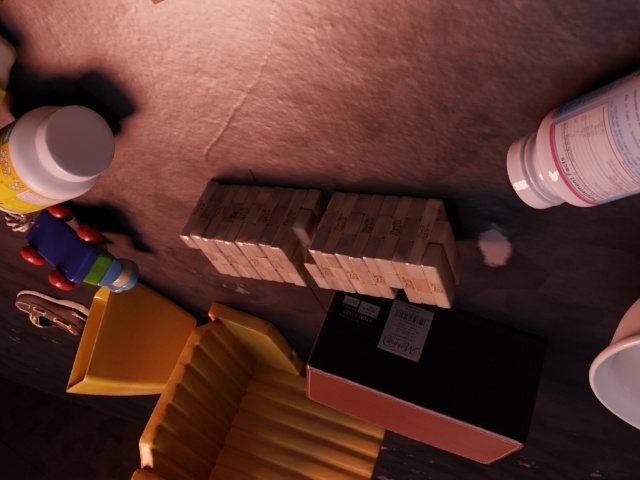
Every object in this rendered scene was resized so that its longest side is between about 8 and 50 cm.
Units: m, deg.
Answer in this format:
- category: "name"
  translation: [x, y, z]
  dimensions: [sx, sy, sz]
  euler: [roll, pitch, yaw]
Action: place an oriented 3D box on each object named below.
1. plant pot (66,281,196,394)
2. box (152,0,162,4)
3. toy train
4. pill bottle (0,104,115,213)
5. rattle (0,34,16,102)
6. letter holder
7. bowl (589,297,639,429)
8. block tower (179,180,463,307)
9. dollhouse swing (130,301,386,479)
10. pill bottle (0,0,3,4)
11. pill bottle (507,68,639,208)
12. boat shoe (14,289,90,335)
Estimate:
- category: "plant pot"
  translation: [-0.368, 0.210, 1.383]
  dimensions: [0.187, 0.212, 0.212]
  euler: [20, 155, -22]
- category: "box"
  translation: [-0.091, -0.260, 0.500]
  dimensions: [0.225, 0.036, 0.136]
  euler: [-4, 143, 39]
- category: "toy train"
  translation: [-0.425, 0.002, 1.176]
  dimensions: [0.248, 0.105, 0.143]
  euler: [31, 179, 33]
- category: "pill bottle"
  translation: [-0.350, -0.104, 0.882]
  dimensions: [0.208, 0.117, 0.117]
  euler: [-8, 140, 46]
- category: "rattle"
  translation: [-0.450, -0.218, 0.751]
  dimensions: [0.200, 0.130, 0.143]
  euler: [14, -154, -47]
- category: "letter holder"
  translation: [0.144, 0.200, 1.029]
  dimensions: [0.302, 0.152, 0.214]
  euler: [19, 155, 8]
- category: "bowl"
  translation: [0.423, 0.106, 0.665]
  dimensions: [0.298, 0.134, 0.298]
  euler: [17, 152, 9]
- category: "block tower"
  translation: [0.000, 0.000, 0.838]
  dimensions: [0.336, 0.091, 0.097]
  euler: [8, 149, 27]
- category: "dollhouse swing"
  translation: [-0.083, 0.350, 1.245]
  dimensions: [0.305, 0.346, 0.315]
  euler: [9, 150, 26]
- category: "pill bottle"
  translation: [-0.303, -0.213, 0.509]
  dimensions: [0.136, 0.245, 0.136]
  euler: [18, 153, 10]
- category: "pill bottle"
  translation: [0.227, -0.076, 0.535]
  dimensions: [0.087, 0.087, 0.160]
  euler: [35, 151, -22]
- category: "boat shoe"
  translation: [-0.652, 0.174, 1.659]
  dimensions: [0.228, 0.068, 0.081]
  euler: [8, 149, 26]
